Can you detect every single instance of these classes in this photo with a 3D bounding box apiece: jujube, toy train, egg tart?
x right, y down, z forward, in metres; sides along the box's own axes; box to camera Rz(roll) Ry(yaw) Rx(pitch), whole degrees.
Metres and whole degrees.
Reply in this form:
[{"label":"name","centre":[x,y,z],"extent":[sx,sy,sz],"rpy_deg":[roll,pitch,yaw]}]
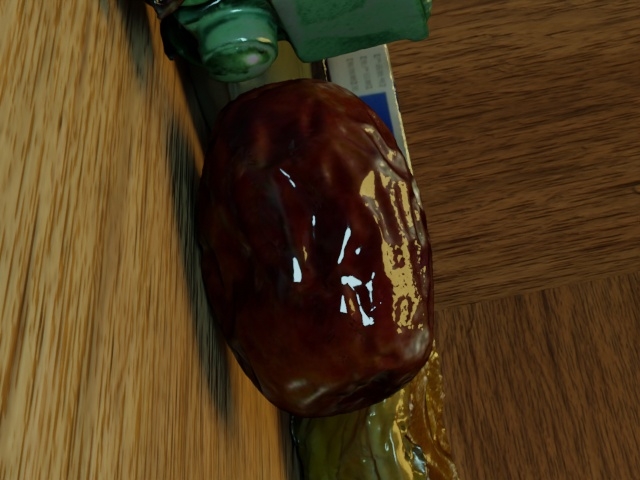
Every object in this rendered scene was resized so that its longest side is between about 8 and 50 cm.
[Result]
[{"label":"jujube","centre":[0.000,0.000,1.228],"extent":[0.183,0.183,0.243],"rpy_deg":[65,5,-70]},{"label":"toy train","centre":[-0.042,-0.241,1.172],"extent":[0.145,0.201,0.266],"rpy_deg":[62,15,-68]},{"label":"egg tart","centre":[0.062,0.207,1.618],"extent":[0.351,0.153,0.340],"rpy_deg":[-68,146,-80]}]

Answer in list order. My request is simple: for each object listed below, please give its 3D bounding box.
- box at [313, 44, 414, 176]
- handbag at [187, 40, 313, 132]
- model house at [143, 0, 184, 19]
[{"label":"box","centre":[0.013,-0.065,1.649],"extent":[0.343,0.065,0.200],"rpy_deg":[159,-79,-77]},{"label":"handbag","centre":[-0.059,-0.207,1.426],"extent":[0.253,0.109,0.316],"rpy_deg":[81,7,-48]},{"label":"model house","centre":[-0.102,-0.242,1.025],"extent":[0.152,0.106,0.165],"rpy_deg":[59,18,-67]}]
